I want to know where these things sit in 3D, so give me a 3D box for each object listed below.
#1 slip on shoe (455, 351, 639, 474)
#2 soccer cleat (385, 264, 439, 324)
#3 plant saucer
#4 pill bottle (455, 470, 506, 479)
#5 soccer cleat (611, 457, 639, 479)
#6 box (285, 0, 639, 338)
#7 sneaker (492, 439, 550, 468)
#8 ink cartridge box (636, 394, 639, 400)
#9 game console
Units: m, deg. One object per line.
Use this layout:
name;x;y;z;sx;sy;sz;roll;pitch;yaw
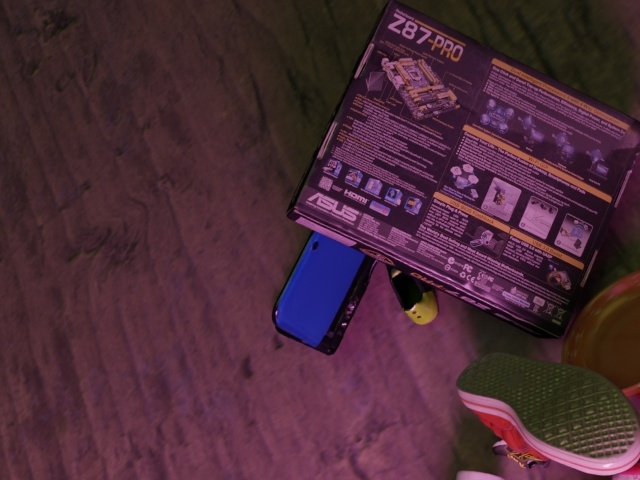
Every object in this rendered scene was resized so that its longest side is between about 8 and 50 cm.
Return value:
slip on shoe;0.283;0.218;1.360;0.123;0.101;0.331;-40;18;-15
soccer cleat;0.124;0.042;1.649;0.060;0.072;0.179;-34;52;18
plant saucer;0.393;0.120;1.399;0.200;0.037;0.200;-38;25;21
pill bottle;0.197;0.368;1.430;0.078;0.078;0.137;-4;66;34
soccer cleat;0.476;0.315;1.192;0.331;0.116;0.143;5;77;18
box;0.196;-0.092;1.488;0.097;0.395;0.318;150;144;-81
sneaker;0.261;0.279;1.459;0.083;0.031;0.035;-6;65;34
ink cartridge box;0.462;0.179;1.349;0.135;0.056;0.099;-42;49;12
game console;0.000;0.000;1.650;0.250;0.173;0.293;15;76;60
